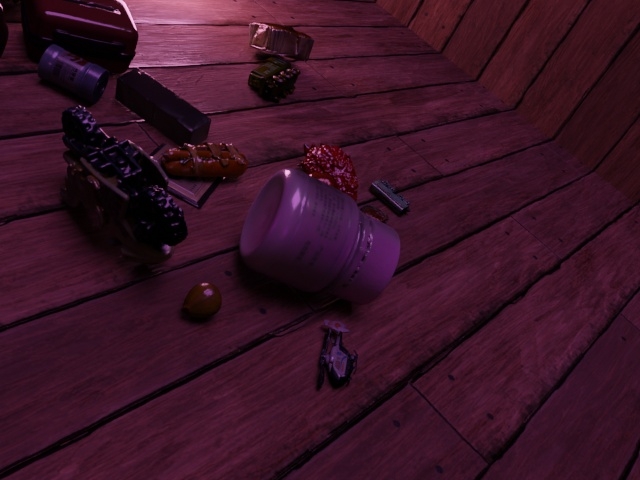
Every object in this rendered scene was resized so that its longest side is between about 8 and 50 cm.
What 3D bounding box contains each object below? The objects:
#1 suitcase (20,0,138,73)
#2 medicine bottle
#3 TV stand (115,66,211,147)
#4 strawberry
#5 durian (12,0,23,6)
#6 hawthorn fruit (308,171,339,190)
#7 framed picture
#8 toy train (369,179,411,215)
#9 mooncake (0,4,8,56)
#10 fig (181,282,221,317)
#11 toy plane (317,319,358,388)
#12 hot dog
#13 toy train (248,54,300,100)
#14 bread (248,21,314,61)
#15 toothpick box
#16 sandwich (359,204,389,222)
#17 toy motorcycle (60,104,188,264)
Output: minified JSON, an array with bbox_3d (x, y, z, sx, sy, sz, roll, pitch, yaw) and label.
[{"bbox_3d":[-0.691,-0.610,1.894,0.297,0.161,0.236,2,44,-36],"label":"suitcase"},{"bbox_3d":[0.000,0.000,1.555,0.325,0.256,0.256,24,34,-23],"label":"medicine bottle"},{"bbox_3d":[-0.439,-0.366,1.831,0.270,0.082,0.088,35,48,9],"label":"TV stand"},{"bbox_3d":[0.037,-0.202,1.972,0.174,0.098,0.228,7,40,-29],"label":"strawberry"},{"bbox_3d":[-0.889,-0.780,1.932,0.158,0.169,0.355,24,11,-14],"label":"durian"},{"bbox_3d":[-0.011,-0.126,1.839,0.125,0.140,0.125,6,79,-33],"label":"hawthorn fruit"},{"bbox_3d":[-0.363,-0.176,1.722,0.199,0.010,0.195,28,35,-3],"label":"framed picture"},{"bbox_3d":[0.224,-0.136,2.083,0.148,0.038,0.071,43,39,16],"label":"toy train"},{"bbox_3d":[-0.871,-0.466,1.437,0.187,0.324,0.324,40,36,17],"label":"mooncake"},{"bbox_3d":[-0.249,0.129,1.374,0.074,0.074,0.088,43,52,18],"label":"fig"},{"bbox_3d":[0.038,0.250,1.450,0.078,0.053,0.197,15,41,-7],"label":"toy plane"},{"bbox_3d":[-0.304,-0.214,1.743,0.270,0.072,0.109,-7,47,-44],"label":"hot dog"},{"bbox_3d":[-0.162,-0.566,2.299,0.137,0.090,0.225,28,34,9],"label":"toy train"},{"bbox_3d":[-0.149,-0.741,2.440,0.192,0.109,0.210,2,19,-35],"label":"bread"},{"bbox_3d":[-0.659,-0.445,1.762,0.153,0.101,0.101,26,35,-7],"label":"toothpick box"},{"bbox_3d":[0.159,-0.075,1.967,0.101,0.026,0.069,22,34,-13],"label":"sandwich"},{"bbox_3d":[-0.421,-0.104,1.398,0.169,0.237,0.410,-30,63,-36],"label":"toy motorcycle"}]
